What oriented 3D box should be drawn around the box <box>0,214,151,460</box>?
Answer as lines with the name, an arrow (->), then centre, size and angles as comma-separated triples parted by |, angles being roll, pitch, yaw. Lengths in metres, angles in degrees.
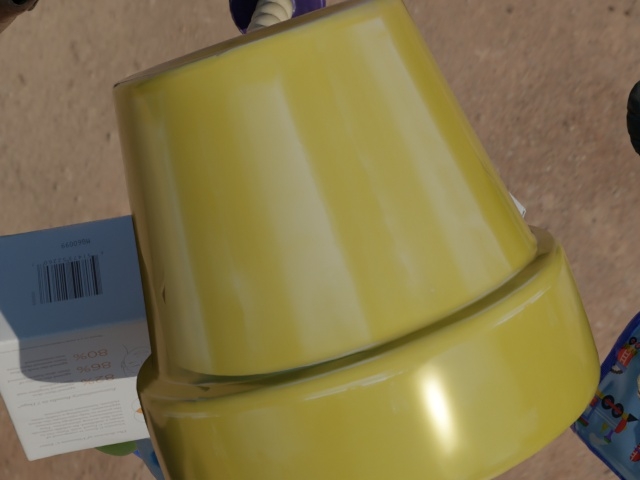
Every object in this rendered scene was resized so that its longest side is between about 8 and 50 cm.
box -> -0.165, 0.071, 0.963 | 0.130, 0.170, 0.091 | -9, 56, -7

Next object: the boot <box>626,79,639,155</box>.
boot -> 0.337, -0.073, 0.891 | 0.246, 0.161, 0.083 | 11, 109, 20

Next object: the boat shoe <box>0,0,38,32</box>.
boat shoe -> -0.288, -0.319, 1.280 | 0.120, 0.122, 0.324 | -9, 58, 27

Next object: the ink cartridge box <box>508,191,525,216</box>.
ink cartridge box -> 0.088, -0.023, 1.835 | 0.223, 0.307, 0.129 | 44, 47, -17

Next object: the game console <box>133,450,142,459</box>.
game console -> -0.090, 0.185, 1.648 | 0.293, 0.173, 0.250 | 39, 63, -16

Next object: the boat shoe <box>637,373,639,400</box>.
boat shoe -> 0.306, 0.083, 0.657 | 0.108, 0.301, 0.102 | -29, 98, -55

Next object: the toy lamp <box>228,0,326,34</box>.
toy lamp -> -0.042, -0.146, 0.981 | 0.080, 0.080, 0.274 | 17, 31, -2

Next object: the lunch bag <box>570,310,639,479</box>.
lunch bag -> 0.358, 0.129, 1.127 | 0.293, 0.138, 0.221 | -52, 45, 4

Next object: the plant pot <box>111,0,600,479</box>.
plant pot -> 0.000, 0.000, 0.743 | 0.254, 0.254, 0.239 | -23, 101, -16

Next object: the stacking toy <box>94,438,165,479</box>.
stacking toy -> -0.188, 0.177, 1.278 | 0.309, 0.279, 0.130 | 37, 48, 13
